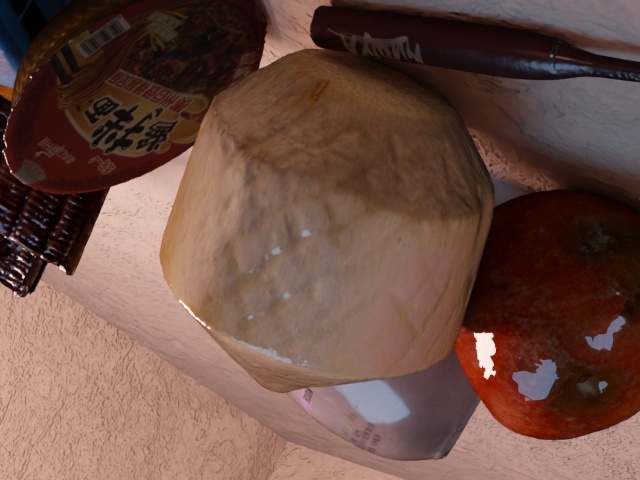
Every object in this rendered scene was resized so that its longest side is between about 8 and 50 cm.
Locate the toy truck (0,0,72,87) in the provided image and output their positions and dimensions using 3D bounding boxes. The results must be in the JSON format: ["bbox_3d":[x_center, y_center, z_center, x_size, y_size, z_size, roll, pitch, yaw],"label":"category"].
[{"bbox_3d":[-0.313,-0.277,1.203,0.161,0.162,0.385,22,164,12],"label":"toy truck"}]

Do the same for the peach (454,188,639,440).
[{"bbox_3d":[0.234,0.065,1.280,0.232,0.232,0.257,27,173,0],"label":"peach"}]

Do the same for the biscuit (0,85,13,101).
[{"bbox_3d":[-0.330,-0.193,1.564,0.350,0.070,0.394,29,174,-19],"label":"biscuit"}]

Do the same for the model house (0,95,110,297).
[{"bbox_3d":[-0.427,-0.051,1.827,0.282,0.317,0.297,34,-163,17],"label":"model house"}]

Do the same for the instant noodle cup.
[{"bbox_3d":[-0.186,-0.162,1.282,0.091,0.274,0.274,56,175,21],"label":"instant noodle cup"}]

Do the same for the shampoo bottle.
[{"bbox_3d":[0.071,0.085,1.517,0.266,0.273,0.273,29,165,10],"label":"shampoo bottle"}]

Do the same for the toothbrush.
[{"bbox_3d":[0.137,-0.149,1.095,0.364,0.041,0.041,14,160,38],"label":"toothbrush"}]

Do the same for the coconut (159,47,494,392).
[{"bbox_3d":[0.000,0.000,1.244,0.328,0.329,0.329,25,164,8],"label":"coconut"}]
